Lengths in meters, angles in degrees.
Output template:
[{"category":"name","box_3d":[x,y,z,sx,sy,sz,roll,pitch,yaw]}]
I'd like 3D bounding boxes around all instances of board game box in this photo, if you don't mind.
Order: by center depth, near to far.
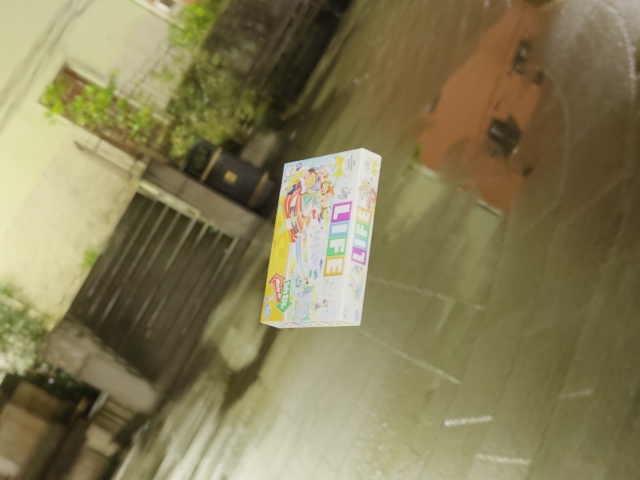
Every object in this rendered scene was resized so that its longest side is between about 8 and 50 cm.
[{"category":"board game box","box_3d":[0.000,0.000,0.952,0.103,0.026,0.154,-7,70,45]}]
